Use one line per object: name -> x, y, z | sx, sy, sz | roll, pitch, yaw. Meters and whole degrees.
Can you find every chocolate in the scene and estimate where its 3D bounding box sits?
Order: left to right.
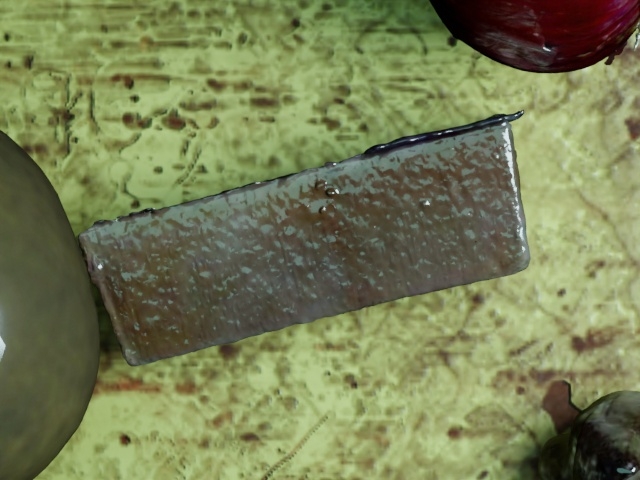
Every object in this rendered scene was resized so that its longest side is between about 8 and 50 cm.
chocolate -> 0.000, 0.000, 1.345 | 0.321, 0.112, 0.112 | -15, 93, 5

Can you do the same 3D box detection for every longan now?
longan -> -0.293, 0.052, 1.290 | 0.297, 0.297, 0.297 | 0, 86, 6

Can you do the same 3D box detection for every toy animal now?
toy animal -> 0.194, 0.218, 1.281 | 0.121, 0.233, 0.168 | 4, 127, 17

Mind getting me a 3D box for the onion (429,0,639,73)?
onion -> 0.129, -0.265, 1.247 | 0.232, 0.314, 0.314 | 2, 87, 5
